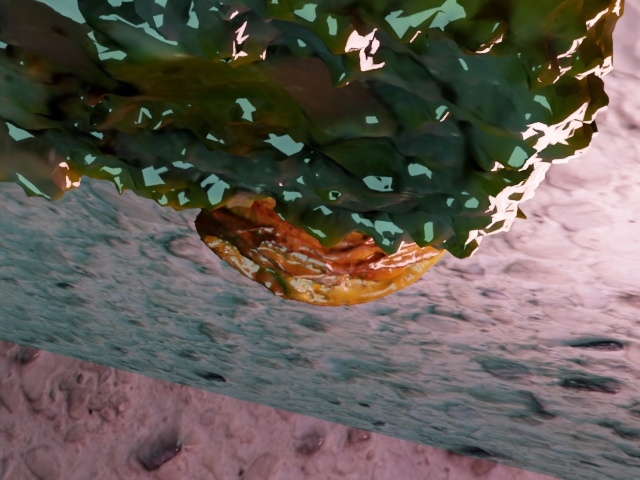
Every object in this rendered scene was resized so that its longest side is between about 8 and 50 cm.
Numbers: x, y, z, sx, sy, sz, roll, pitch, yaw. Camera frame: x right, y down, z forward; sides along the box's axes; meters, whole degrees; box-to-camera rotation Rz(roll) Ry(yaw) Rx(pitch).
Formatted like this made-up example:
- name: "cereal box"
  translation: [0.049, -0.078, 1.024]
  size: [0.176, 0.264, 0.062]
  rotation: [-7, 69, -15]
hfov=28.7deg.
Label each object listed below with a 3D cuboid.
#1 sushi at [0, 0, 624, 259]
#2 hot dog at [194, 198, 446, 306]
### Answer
- name: "sushi"
  translation: [-0.037, -0.146, 0.657]
  size: [0.396, 0.240, 0.351]
  rotation: [13, 160, 3]
- name: "hot dog"
  translation: [-0.003, 0.002, 1.253]
  size: [0.259, 0.114, 0.175]
  rotation: [12, 162, 15]
